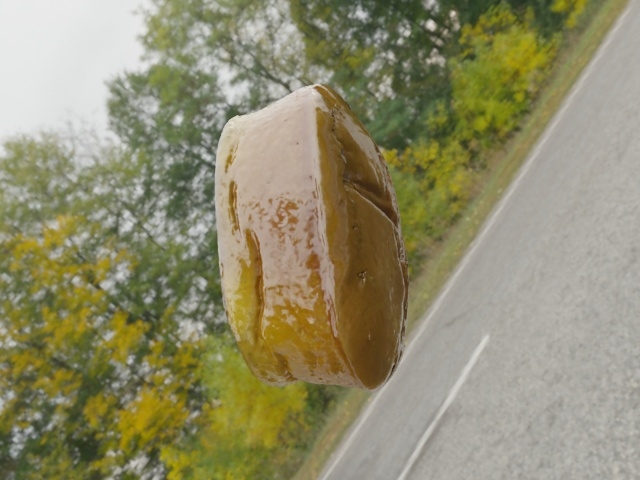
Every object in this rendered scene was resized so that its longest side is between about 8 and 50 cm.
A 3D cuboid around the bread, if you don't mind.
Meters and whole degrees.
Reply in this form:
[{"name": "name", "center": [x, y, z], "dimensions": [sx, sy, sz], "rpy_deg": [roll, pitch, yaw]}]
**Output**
[{"name": "bread", "center": [0.000, 0.000, 0.657], "dimensions": [0.143, 0.269, 0.195], "rpy_deg": [-9, -14, 15]}]
